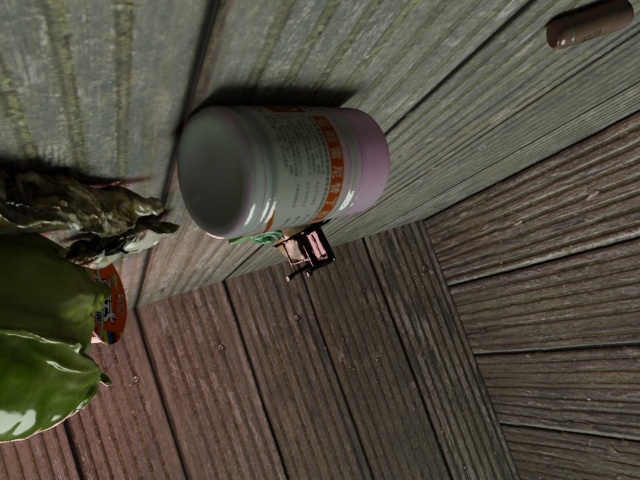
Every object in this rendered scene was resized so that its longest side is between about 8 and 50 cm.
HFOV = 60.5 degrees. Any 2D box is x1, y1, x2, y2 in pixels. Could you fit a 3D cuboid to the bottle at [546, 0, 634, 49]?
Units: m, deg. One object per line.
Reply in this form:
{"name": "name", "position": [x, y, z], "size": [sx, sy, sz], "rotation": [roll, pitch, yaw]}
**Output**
{"name": "bottle", "position": [0.470, -0.379, 0.962], "size": [0.140, 0.053, 0.053], "rotation": [-19, 174, -2]}

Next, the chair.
{"name": "chair", "position": [0.000, 0.000, 1.423], "size": [0.229, 0.113, 0.106], "rotation": [-30, -171, -36]}

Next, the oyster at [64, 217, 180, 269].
{"name": "oyster", "position": [-0.456, 0.000, 1.285], "size": [0.214, 0.083, 0.223], "rotation": [-19, 180, 32]}

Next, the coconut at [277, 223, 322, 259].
{"name": "coconut", "position": [-0.067, -0.008, 1.868], "size": [0.171, 0.183, 0.171], "rotation": [-4, -143, 3]}

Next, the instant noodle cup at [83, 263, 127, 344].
{"name": "instant noodle cup", "position": [-0.674, 0.178, 1.497], "size": [0.192, 0.250, 0.250], "rotation": [-12, 174, 4]}

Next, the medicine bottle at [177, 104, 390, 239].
{"name": "medicine bottle", "position": [-0.052, -0.122, 0.913], "size": [0.316, 0.202, 0.202], "rotation": [-14, 172, -44]}

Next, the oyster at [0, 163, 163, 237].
{"name": "oyster", "position": [-0.440, -0.055, 0.881], "size": [0.204, 0.111, 0.396], "rotation": [-3, 179, 15]}

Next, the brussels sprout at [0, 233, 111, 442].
{"name": "brussels sprout", "position": [-0.604, 0.147, 0.967], "size": [0.342, 0.425, 0.361], "rotation": [-60, 145, -2]}

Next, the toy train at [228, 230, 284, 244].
{"name": "toy train", "position": [-0.132, -0.087, 1.282], "size": [0.237, 0.150, 0.369], "rotation": [-1, 163, -44]}
